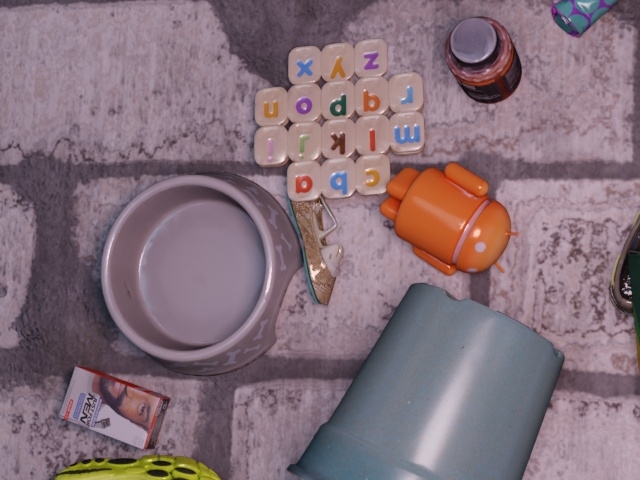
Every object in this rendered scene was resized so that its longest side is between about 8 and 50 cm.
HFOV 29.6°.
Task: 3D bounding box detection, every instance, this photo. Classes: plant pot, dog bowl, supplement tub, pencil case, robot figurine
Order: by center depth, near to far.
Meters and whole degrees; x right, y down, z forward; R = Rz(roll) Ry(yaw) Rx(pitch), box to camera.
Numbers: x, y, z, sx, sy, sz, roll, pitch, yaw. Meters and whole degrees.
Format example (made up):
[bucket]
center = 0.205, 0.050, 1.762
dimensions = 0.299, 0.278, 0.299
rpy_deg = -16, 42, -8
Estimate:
[plant pot]
center = 0.174, 0.262, 1.767
dimensions = 0.341, 0.341, 0.334
rpy_deg = 24, 82, 17
[supplement tub]
center = 0.250, -0.282, 1.867
dimensions = 0.106, 0.198, 0.106
rpy_deg = -2, 82, 15
[robot figurine]
center = 0.203, -0.032, 1.884
dimensions = 0.219, 0.128, 0.158
rpy_deg = 30, 92, 16
[pencil case]
center = 0.433, -0.393, 1.899
dimensions = 0.151, 0.064, 0.070
rpy_deg = -45, 99, 6
[dog bowl]
center = -0.206, 0.049, 2.006
dimensions = 0.348, 0.102, 0.349
rpy_deg = -2, 82, 15

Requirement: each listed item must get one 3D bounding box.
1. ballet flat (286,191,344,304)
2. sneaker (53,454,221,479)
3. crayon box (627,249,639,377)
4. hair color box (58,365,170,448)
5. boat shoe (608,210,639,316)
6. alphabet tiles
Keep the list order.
[ballet flat]
center = 0.000, 0.000, 1.968
dimensions = 0.067, 0.073, 0.206
rpy_deg = -18, 79, 15
[sneaker]
center = -0.292, 0.425, 1.994
dimensions = 0.295, 0.109, 0.124
rpy_deg = -1, 105, 14
[crayon box]
center = 0.563, 0.165, 1.728
dimensions = 0.203, 0.083, 0.323
rpy_deg = -6, 92, 0
[hair color box]
center = -0.347, 0.282, 2.041
dimensions = 0.167, 0.053, 0.093
rpy_deg = 17, 87, 16
[boat shoe]
center = 0.529, -0.024, 1.809
dimensions = 0.109, 0.091, 0.305
rpy_deg = 30, 92, 17
[alphabet tiles]
center = 0.030, -0.198, 1.991
dimensions = 0.284, 0.021, 0.278
rpy_deg = -5, 70, 10
